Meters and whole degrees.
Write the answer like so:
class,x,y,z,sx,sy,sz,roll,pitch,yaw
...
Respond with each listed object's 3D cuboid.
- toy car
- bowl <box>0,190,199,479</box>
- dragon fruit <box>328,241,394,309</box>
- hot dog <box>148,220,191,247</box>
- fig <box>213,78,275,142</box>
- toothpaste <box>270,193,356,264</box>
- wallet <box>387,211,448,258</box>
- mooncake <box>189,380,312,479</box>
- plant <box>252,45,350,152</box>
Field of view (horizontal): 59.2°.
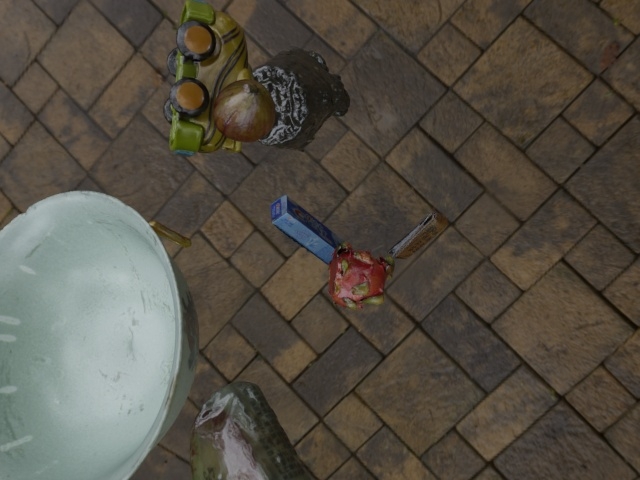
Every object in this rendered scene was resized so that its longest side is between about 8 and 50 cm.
class,x,y,z,sx,sy,sz,roll,pitch,yaw
toy car,-0.179,-0.257,0.929,0.143,0.200,0.247,6,97,-20
bowl,-0.323,0.158,0.836,0.435,0.196,0.434,-6,76,23
dragon fruit,0.082,0.072,1.160,0.150,0.208,0.133,30,111,36
hot dog,-0.398,-0.017,1.485,0.044,0.137,0.028,-16,58,35
fig,-0.094,-0.184,0.755,0.089,0.125,0.088,5,77,-22
toothpaste,0.000,0.000,1.276,0.053,0.066,0.272,-33,128,27
wallet,0.308,-0.011,1.757,0.195,0.161,0.042,-42,74,17
mooncake,-0.062,0.189,0.451,0.125,0.073,0.129,49,141,34
plant,-0.060,-0.310,1.252,0.199,0.276,0.188,42,122,3
